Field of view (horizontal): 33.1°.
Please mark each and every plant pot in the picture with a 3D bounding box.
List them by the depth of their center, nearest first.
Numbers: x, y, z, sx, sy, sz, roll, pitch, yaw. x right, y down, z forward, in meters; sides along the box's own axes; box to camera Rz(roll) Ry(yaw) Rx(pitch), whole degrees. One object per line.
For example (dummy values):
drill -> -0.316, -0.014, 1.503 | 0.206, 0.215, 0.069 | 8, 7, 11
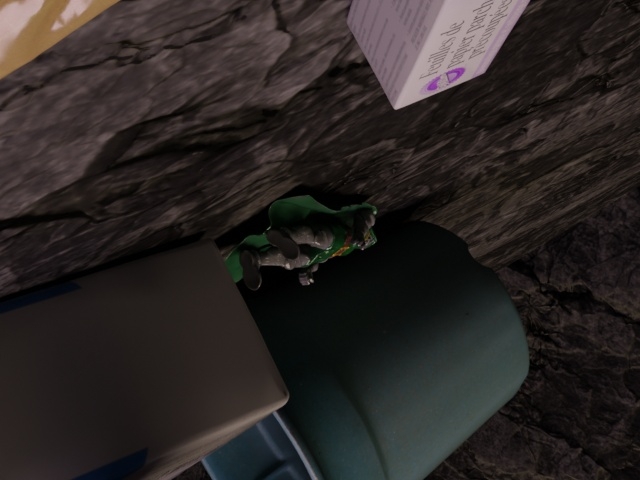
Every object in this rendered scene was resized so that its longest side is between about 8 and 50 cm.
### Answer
plant pot -> 0.041, 0.159, 1.257 | 0.334, 0.341, 0.341 | -31, 172, -25

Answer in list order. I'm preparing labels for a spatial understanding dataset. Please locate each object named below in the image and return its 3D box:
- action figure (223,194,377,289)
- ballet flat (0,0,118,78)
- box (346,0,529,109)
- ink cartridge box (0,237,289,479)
action figure -> 0.000, 0.000, 1.045 | 0.137, 0.063, 0.232 | -35, 170, 26
ballet flat -> -0.057, -0.115, 0.309 | 0.232, 0.080, 0.073 | -31, 158, 21
box -> 0.072, -0.152, 0.466 | 0.063, 0.067, 0.324 | -24, 168, -12
ink cartridge box -> -0.250, 0.178, 0.985 | 0.285, 0.166, 0.395 | -19, 166, -33
